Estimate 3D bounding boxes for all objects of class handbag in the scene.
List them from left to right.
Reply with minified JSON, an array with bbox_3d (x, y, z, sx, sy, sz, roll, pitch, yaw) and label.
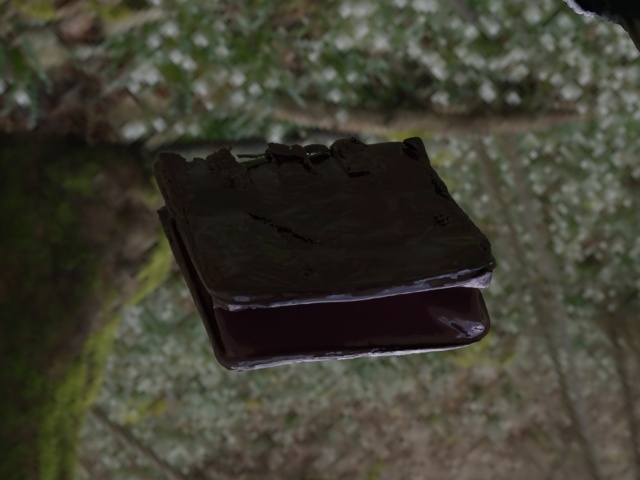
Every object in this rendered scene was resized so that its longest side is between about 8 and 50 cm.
[{"bbox_3d":[0.000,0.003,1.156,0.203,0.216,0.074,-6,122,-17],"label":"handbag"}]

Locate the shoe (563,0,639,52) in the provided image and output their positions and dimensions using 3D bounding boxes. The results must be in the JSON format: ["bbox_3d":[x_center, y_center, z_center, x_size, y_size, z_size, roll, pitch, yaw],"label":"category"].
[{"bbox_3d":[0.104,-0.183,0.784,0.093,0.241,0.108,-16,167,-1],"label":"shoe"}]
